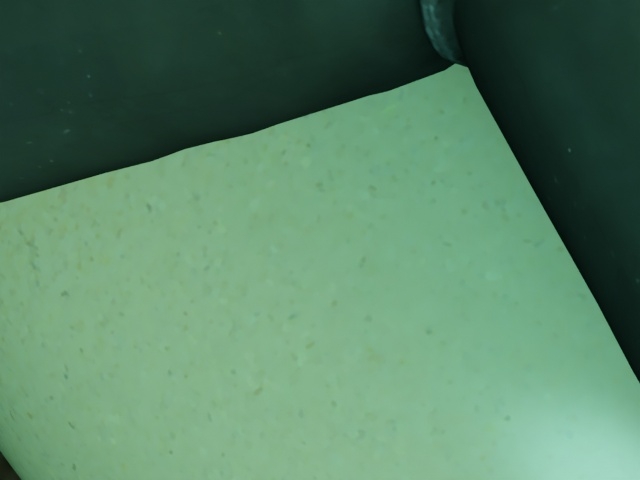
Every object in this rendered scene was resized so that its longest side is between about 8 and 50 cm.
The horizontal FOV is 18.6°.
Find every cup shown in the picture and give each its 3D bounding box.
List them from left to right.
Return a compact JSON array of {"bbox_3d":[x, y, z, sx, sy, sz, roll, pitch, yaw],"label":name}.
[{"bbox_3d":[0.000,0.000,0.675,0.237,0.331,0.331,28,87,-5],"label":"cup"}]

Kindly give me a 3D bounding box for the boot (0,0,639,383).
[{"bbox_3d":[-0.047,-0.031,0.477,0.146,0.445,0.367,17,67,-66],"label":"boot"}]
